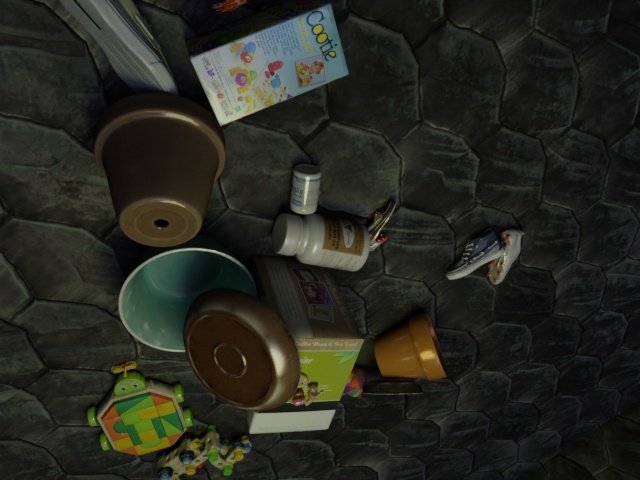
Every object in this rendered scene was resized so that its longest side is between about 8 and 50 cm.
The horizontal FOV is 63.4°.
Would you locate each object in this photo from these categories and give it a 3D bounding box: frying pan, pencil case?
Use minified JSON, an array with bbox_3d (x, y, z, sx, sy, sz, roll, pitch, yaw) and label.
[{"bbox_3d":[0.253,0.478,1.677,0.197,0.053,0.326,-7,166,24],"label":"frying pan"},{"bbox_3d":[0.038,0.439,1.656,0.236,0.104,0.104,25,112,-30],"label":"pencil case"}]

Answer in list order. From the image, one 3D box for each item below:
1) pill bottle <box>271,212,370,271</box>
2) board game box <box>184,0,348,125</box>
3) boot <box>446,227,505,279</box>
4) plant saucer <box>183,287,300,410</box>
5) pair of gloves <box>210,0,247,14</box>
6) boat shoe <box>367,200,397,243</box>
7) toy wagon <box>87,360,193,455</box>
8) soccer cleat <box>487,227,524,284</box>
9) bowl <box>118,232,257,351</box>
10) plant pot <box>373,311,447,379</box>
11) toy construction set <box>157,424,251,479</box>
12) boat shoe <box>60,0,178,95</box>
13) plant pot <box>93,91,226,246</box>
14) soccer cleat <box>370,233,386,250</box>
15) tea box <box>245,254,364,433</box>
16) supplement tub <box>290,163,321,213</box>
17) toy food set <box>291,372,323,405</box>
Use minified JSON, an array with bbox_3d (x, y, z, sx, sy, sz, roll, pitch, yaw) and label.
[{"bbox_3d":[0.000,0.000,1.320,0.229,0.131,0.131,11,119,-25],"label":"pill bottle"},{"bbox_3d":[-0.107,-0.363,1.026,0.275,0.142,0.144,-22,127,-3],"label":"board game box"},{"bbox_3d":[0.451,0.039,1.558,0.190,0.069,0.086,-31,105,7],"label":"boot"},{"bbox_3d":[-0.191,0.255,1.150,0.311,0.050,0.310,10,113,25],"label":"plant saucer"},{"bbox_3d":[-0.188,-0.483,0.999,0.074,0.010,0.083,-21,125,-3],"label":"pair of gloves"},{"bbox_3d":[0.157,-0.054,1.394,0.043,0.049,0.137,35,112,7],"label":"boat shoe"},{"bbox_3d":[-0.530,0.495,1.510,0.267,0.068,0.344,-13,126,-11],"label":"toy wagon"},{"bbox_3d":[0.578,0.053,1.603,0.076,0.068,0.196,-4,121,-21],"label":"soccer cleat"},{"bbox_3d":[-0.322,0.104,1.257,0.311,0.163,0.311,-9,125,-13],"label":"bowl"},{"bbox_3d":[0.276,0.351,1.630,0.188,0.205,0.205,-19,129,13],"label":"plant pot"},{"bbox_3d":[-0.399,0.735,1.683,0.327,0.151,0.215,-47,126,1],"label":"toy construction set"},{"bbox_3d":[-0.351,-0.380,0.957,0.094,0.109,0.302,-65,146,-26],"label":"boat shoe"},{"bbox_3d":[-0.317,-0.119,1.021,0.263,0.229,0.263,-7,144,-5],"label":"plant pot"},{"bbox_3d":[0.148,0.010,1.446,0.083,0.029,0.035,-28,136,5],"label":"soccer cleat"},{"bbox_3d":[-0.078,0.262,1.347,0.220,0.329,0.323,6,120,-22],"label":"tea box"},{"bbox_3d":[-0.036,-0.126,1.259,0.071,0.071,0.107,-3,123,-18],"label":"supplement tub"},{"bbox_3d":[-0.047,0.350,1.198,0.078,0.019,0.122,-41,126,10],"label":"toy food set"}]
